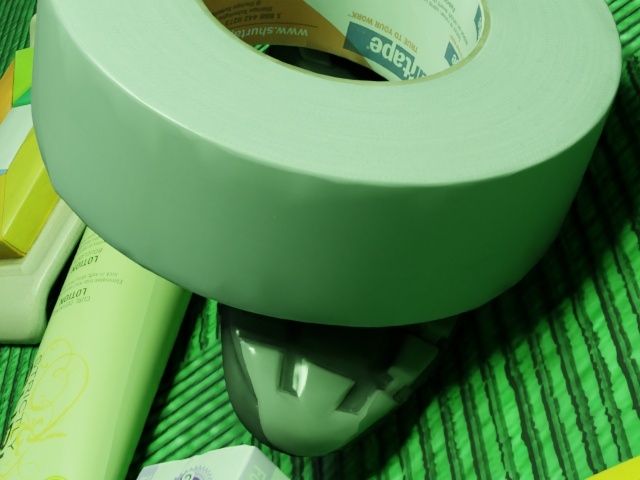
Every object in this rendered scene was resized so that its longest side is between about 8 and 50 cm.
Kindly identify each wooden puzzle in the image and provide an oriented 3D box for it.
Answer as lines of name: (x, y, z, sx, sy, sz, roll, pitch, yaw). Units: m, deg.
wooden puzzle: (-0.180, -0.052, 1.053, 0.221, 0.044, 0.238, -3, 59, 54)

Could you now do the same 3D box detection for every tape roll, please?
tape roll: (0.000, -0.068, 0.659, 0.219, 0.219, 0.072, -75, 0, -49)

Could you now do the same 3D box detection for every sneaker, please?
sneaker: (0.000, 0.000, 0.728, 0.106, 0.101, 0.267, -57, 16, 38)

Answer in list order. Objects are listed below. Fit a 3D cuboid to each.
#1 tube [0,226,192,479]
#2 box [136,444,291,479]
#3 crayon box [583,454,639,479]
tube: (-0.108, 0.077, 0.785, 0.070, 0.062, 0.240, 102, -177, -49)
box: (-0.081, 0.208, 0.516, 0.063, 0.067, 0.324, -18, 34, 43)
crayon box: (0.071, 0.190, 0.263, 0.313, 0.106, 0.363, -29, 28, 27)
